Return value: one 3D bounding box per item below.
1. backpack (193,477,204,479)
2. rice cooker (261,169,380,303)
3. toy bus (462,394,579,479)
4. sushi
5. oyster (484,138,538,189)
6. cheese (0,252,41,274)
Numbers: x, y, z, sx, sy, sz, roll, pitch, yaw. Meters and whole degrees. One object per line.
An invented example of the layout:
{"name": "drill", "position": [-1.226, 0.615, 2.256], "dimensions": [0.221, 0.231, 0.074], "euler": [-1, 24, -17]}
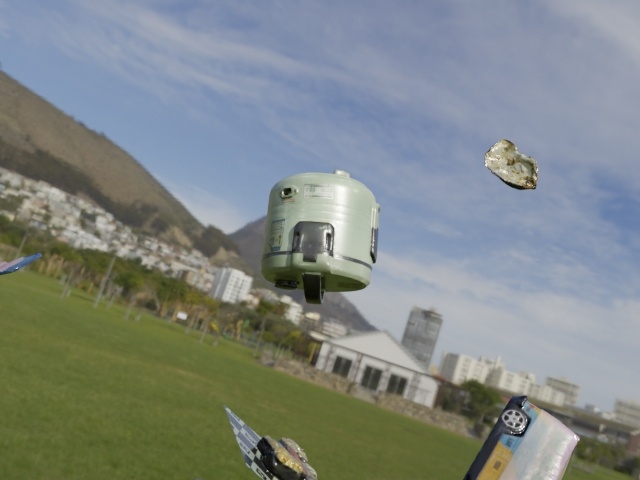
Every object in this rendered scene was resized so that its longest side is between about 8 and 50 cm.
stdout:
{"name": "backpack", "position": [-0.182, 0.470, 1.067], "dimensions": [0.106, 0.165, 0.120], "euler": [6, 16, 4]}
{"name": "rice cooker", "position": [0.000, 0.000, 1.281], "dimensions": [0.226, 0.243, 0.226], "euler": [8, -15, 2]}
{"name": "toy bus", "position": [0.391, 0.525, 1.395], "dimensions": [0.163, 0.386, 0.171], "euler": [26, -36, 27]}
{"name": "sushi", "position": [-0.082, 0.488, 1.493], "dimensions": [0.292, 0.059, 0.294], "euler": [48, -5, -23]}
{"name": "oyster", "position": [0.262, -0.099, 0.910], "dimensions": [0.083, 0.054, 0.019], "euler": [46, -1, 23]}
{"name": "cheese", "position": [-0.709, 0.074, 1.376], "dimensions": [0.286, 0.074, 0.189], "euler": [-15, 16, 17]}
